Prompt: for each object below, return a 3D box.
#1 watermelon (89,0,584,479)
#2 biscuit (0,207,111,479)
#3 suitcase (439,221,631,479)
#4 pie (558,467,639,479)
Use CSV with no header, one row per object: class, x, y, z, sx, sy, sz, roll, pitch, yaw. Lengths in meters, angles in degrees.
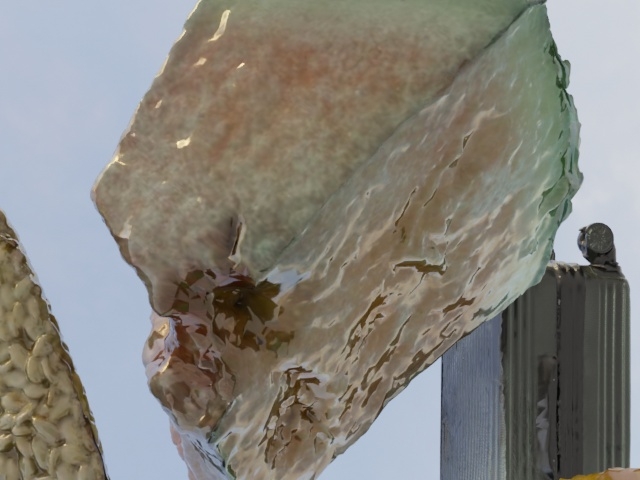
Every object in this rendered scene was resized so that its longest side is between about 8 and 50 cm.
watermelon,-0.005,-0.012,0.626,0.302,0.151,0.264,-40,-36,-18
biscuit,-0.155,0.062,0.533,0.070,0.082,0.169,-26,-94,-9
suitcase,0.186,0.146,0.964,0.128,0.202,0.312,4,-98,-8
pie,0.065,0.192,0.261,0.092,0.315,0.315,38,-124,-14
